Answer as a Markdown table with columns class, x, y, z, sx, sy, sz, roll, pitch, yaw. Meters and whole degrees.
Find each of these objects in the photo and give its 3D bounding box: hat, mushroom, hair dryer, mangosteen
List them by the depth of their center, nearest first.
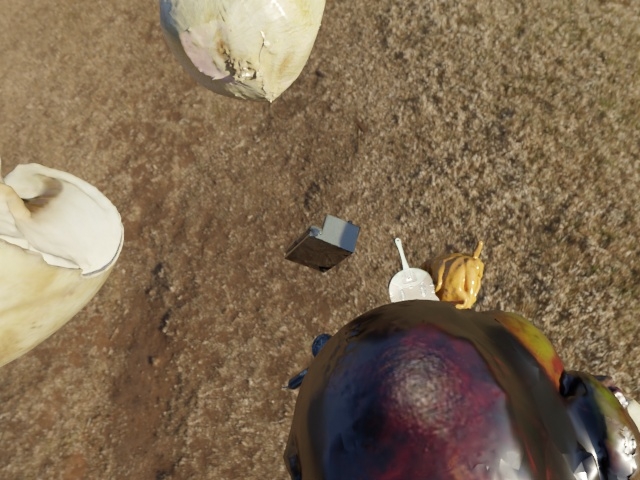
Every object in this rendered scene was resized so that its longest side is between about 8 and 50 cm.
| class | x | y | z | sx | sy | sz | roll | pitch | yaw |
| --- | --- | --- | --- | --- | --- | --- | --- | --- | --- |
| mushroom | -0.278 | 0.004 | 0.294 | 0.189 | 0.253 | 0.195 | -47 | 67 | 4 |
| mangosteen | 0.164 | 0.275 | 0.594 | 0.420 | 0.381 | 0.381 | 14 | 61 | -20 |
| hair dryer | -0.019 | 0.329 | 1.232 | 0.219 | 0.124 | 0.072 | -38 | 45 | 17 |
| hat | 0.392 | 0.101 | 1.342 | 0.233 | 0.244 | 0.233 | 31 | 110 | 9 |

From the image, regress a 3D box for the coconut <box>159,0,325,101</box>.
| class | x | y | z | sx | sy | sz | roll | pitch | yaw |
| --- | --- | --- | --- | --- | --- | --- | --- | --- | --- |
| coconut | -0.149 | -0.407 | 0.878 | 0.297 | 0.297 | 0.255 | 14 | 55 | 24 |

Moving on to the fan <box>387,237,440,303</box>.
| class | x | y | z | sx | sy | sz | roll | pitch | yaw |
| --- | --- | --- | --- | --- | --- | --- | --- | --- | --- |
| fan | 0.239 | 0.101 | 1.287 | 0.152 | 0.008 | 0.227 | -12 | 84 | -20 |

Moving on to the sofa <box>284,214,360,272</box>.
| class | x | y | z | sx | sy | sz | roll | pitch | yaw |
| --- | --- | --- | --- | --- | --- | --- | --- | --- | --- |
| sofa | 0.000 | 0.000 | 0.800 | 0.085 | 0.147 | 0.060 | 19 | 68 | -13 |

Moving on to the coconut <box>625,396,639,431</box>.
| class | x | y | z | sx | sy | sz | roll | pitch | yaw |
| --- | --- | --- | --- | --- | --- | --- | --- | --- | --- |
| coconut | 0.468 | 0.367 | 0.751 | 0.202 | 0.202 | 0.222 | -35 | 66 | -3 |
